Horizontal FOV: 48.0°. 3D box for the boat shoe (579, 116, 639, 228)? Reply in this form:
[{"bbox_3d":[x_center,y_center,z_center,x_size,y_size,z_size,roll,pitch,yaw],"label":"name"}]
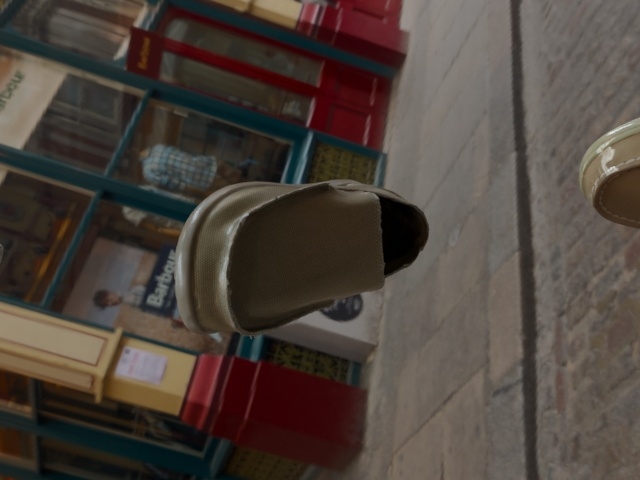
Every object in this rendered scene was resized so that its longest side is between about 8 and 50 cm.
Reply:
[{"bbox_3d":[0.363,-0.027,0.517,0.121,0.341,0.110,65,-144,-46],"label":"boat shoe"}]

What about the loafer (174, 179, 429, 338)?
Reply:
[{"bbox_3d":[0.000,0.000,0.537,0.268,0.092,0.101,-25,-67,-55],"label":"loafer"}]

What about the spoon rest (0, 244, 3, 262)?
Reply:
[{"bbox_3d":[-0.479,0.072,0.789,0.276,0.137,0.084,-32,-39,-55],"label":"spoon rest"}]
